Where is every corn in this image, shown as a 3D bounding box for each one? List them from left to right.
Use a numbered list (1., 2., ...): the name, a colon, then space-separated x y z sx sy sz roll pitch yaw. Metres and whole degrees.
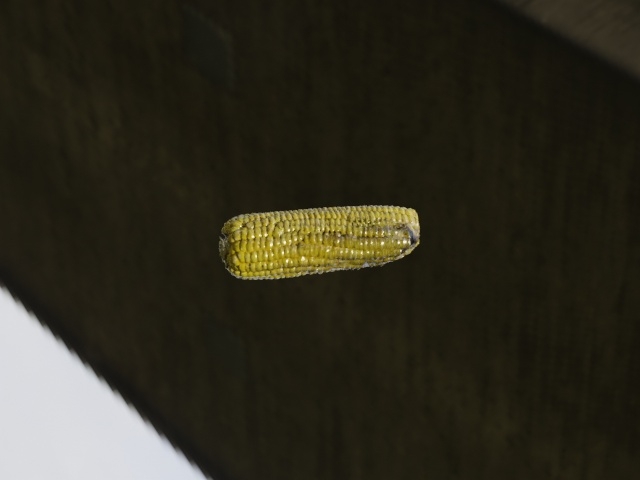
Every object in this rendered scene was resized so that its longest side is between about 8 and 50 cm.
1. corn: 0.000 0.000 1.653 0.072 0.203 0.072 175 -90 -83
